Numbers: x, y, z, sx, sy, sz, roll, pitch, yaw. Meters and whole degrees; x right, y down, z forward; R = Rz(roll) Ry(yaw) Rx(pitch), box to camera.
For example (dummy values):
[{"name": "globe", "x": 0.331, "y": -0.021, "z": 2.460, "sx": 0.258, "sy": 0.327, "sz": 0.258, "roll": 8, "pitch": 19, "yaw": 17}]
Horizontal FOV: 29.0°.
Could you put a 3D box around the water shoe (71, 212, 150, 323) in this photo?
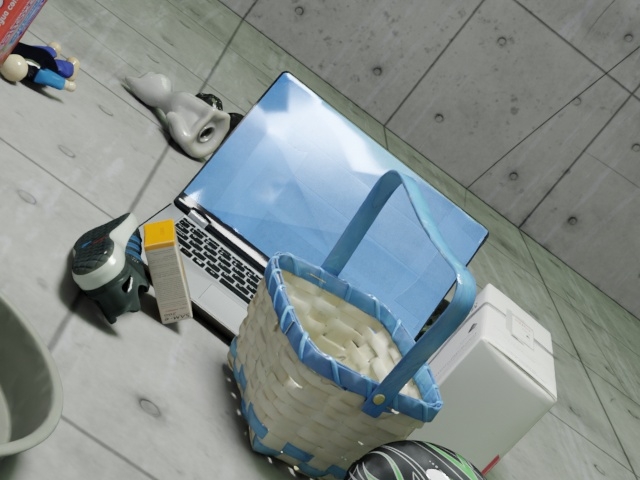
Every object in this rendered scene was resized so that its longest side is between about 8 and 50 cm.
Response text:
[{"name": "water shoe", "x": -0.225, "y": 0.032, "z": 1.341, "sx": 0.203, "sy": 0.072, "sz": 0.080, "roll": -93, "pitch": 158, "yaw": -73}]

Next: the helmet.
[{"name": "helmet", "x": 0.095, "y": 0.270, "z": 1.167, "sx": 0.169, "sy": 0.169, "sz": 0.161, "roll": 38, "pitch": -2, "yaw": -2}]

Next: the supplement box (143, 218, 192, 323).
[{"name": "supplement box", "x": -0.170, "y": 0.034, "z": 1.377, "sx": 0.062, "sy": 0.036, "sz": 0.099, "roll": -109, "pitch": -172, "yaw": -65}]

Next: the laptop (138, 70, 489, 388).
[{"name": "laptop", "x": 0.000, "y": 0.000, "z": 1.611, "sx": 0.382, "sy": 0.236, "sz": 0.408, "roll": 38, "pitch": 14, "yaw": -1}]

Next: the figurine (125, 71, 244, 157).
[{"name": "figurine", "x": -0.206, "y": -0.207, "z": 2.074, "sx": 0.209, "sy": 0.092, "sz": 0.215, "roll": 39, "pitch": 13, "yaw": 37}]

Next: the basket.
[{"name": "basket", "x": 0.037, "y": 0.089, "z": 1.312, "sx": 0.201, "sy": 0.289, "sz": 0.255, "roll": 23, "pitch": 24, "yaw": -24}]

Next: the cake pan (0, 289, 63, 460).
[{"name": "cake pan", "x": -0.332, "y": 0.074, "z": 0.933, "sx": 0.293, "sy": 0.054, "sz": 0.293, "roll": 36, "pitch": 15, "yaw": -11}]

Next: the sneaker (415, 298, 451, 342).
[{"name": "sneaker", "x": 0.075, "y": 0.077, "z": 1.887, "sx": 0.283, "sy": 0.110, "sz": 0.122, "roll": 35, "pitch": -3, "yaw": -23}]

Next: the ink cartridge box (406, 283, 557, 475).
[{"name": "ink cartridge box", "x": 0.180, "y": 0.190, "z": 1.528, "sx": 0.117, "sy": 0.207, "sz": 0.283, "roll": 40, "pitch": 14, "yaw": 0}]

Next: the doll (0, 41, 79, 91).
[{"name": "doll", "x": -0.403, "y": -0.252, "z": 1.773, "sx": 0.129, "sy": 0.046, "sz": 0.189, "roll": 38, "pitch": 14, "yaw": 3}]

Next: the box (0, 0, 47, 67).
[{"name": "box", "x": -0.402, "y": -0.328, "z": 1.495, "sx": 0.142, "sy": 0.300, "sz": 0.154, "roll": 37, "pitch": 15, "yaw": -8}]
